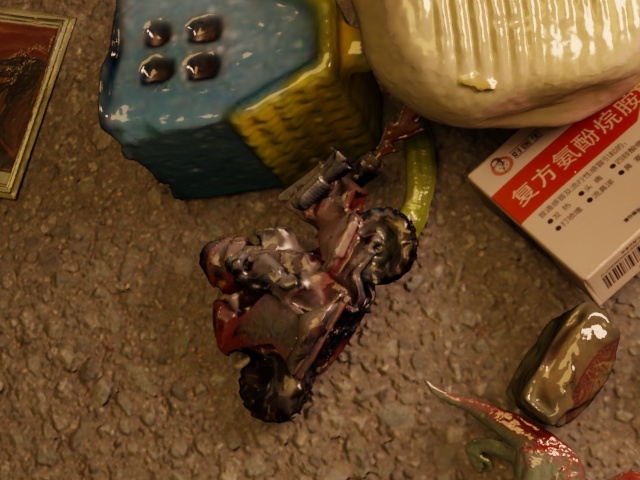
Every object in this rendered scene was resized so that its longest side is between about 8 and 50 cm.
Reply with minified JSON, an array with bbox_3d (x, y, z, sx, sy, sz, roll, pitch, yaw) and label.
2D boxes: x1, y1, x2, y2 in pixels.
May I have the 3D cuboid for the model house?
[{"bbox_3d":[-0.073,-0.176,1.200,0.303,0.237,0.215,1,73,17],"label":"model house"}]

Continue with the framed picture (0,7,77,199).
[{"bbox_3d":[-0.468,-0.199,1.449,0.216,0.016,0.273,9,77,20],"label":"framed picture"}]

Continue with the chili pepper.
[{"bbox_3d":[0.113,-0.083,1.224,0.049,0.043,0.208,-16,59,52],"label":"chili pepper"}]

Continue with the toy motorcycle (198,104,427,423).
[{"bbox_3d":[0.000,0.000,1.165,0.207,0.134,0.401,42,104,20],"label":"toy motorcycle"}]

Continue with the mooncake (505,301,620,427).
[{"bbox_3d":[0.252,0.128,1.067,0.073,0.125,0.130,32,87,5],"label":"mooncake"}]

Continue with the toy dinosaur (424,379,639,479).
[{"bbox_3d":[0.212,0.215,1.068,0.167,0.053,0.242,-42,79,28],"label":"toy dinosaur"}]

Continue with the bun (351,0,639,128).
[{"bbox_3d":[0.184,-0.274,1.078,0.361,0.213,0.361,0,86,-5],"label":"bun"}]

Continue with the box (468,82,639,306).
[{"bbox_3d":[0.351,-0.118,1.106,0.353,0.069,0.214,-40,43,1],"label":"box"}]
